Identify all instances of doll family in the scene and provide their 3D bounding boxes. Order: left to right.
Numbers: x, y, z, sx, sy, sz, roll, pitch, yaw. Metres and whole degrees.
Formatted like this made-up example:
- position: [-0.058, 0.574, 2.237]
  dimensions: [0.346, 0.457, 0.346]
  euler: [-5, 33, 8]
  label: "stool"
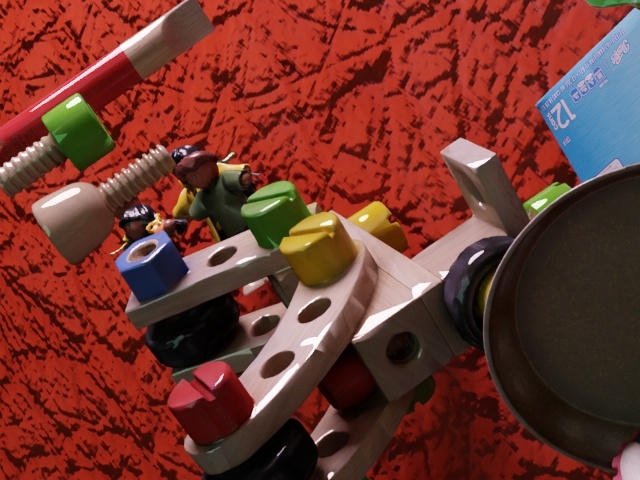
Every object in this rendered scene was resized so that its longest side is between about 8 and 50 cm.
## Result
- position: [-0.087, -0.004, 1.016]
  dimensions: [0.193, 0.076, 0.111]
  euler: [-34, 90, 40]
  label: "doll family"

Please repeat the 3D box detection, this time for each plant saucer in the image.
- position: [0.159, 0.033, 0.722]
  dimensions: [0.029, 0.168, 0.168]
  euler: [-84, 12, -62]
  label: "plant saucer"

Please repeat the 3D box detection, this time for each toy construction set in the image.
- position: [0.000, 0.000, 0.842]
  dimensions: [0.309, 0.237, 0.257]
  euler: [54, 179, 2]
  label: "toy construction set"

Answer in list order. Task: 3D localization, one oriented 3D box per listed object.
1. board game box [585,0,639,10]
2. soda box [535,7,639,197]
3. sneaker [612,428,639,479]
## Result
- position: [0.224, -0.152, 0.583]
  dimensions: [0.259, 0.039, 0.124]
  euler: [1, 85, 29]
  label: "board game box"
- position: [0.196, -0.097, 0.695]
  dimensions: [0.210, 0.071, 0.067]
  euler: [-45, 64, 41]
  label: "soda box"
- position: [0.246, 0.126, 0.618]
  dimensions: [0.299, 0.121, 0.112]
  euler: [19, 80, 51]
  label: "sneaker"
